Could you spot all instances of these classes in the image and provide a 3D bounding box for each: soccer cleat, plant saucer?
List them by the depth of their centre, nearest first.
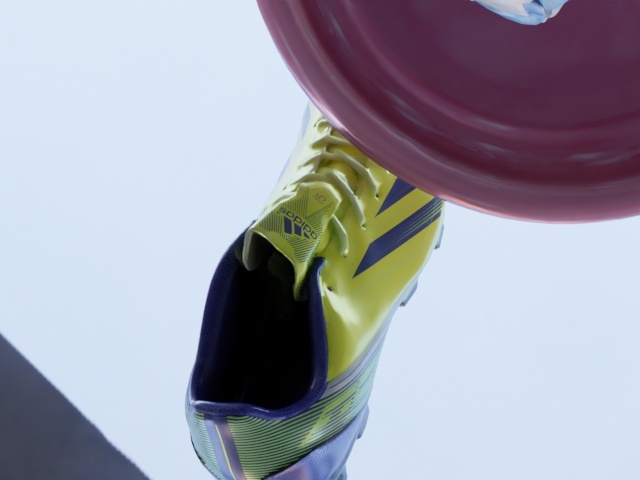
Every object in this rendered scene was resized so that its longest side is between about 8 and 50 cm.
[{"bbox_3d":[0.125,-0.177,0.978,0.332,0.084,0.332,0,-83,1],"label":"plant saucer"},{"bbox_3d":[0.001,0.000,1.006,0.093,0.121,0.289,2,-123,23],"label":"soccer cleat"}]

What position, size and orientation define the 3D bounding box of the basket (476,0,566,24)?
[{"bbox_3d":[0.054,-0.225,0.672,0.201,0.289,0.255,33,-104,18],"label":"basket"}]
